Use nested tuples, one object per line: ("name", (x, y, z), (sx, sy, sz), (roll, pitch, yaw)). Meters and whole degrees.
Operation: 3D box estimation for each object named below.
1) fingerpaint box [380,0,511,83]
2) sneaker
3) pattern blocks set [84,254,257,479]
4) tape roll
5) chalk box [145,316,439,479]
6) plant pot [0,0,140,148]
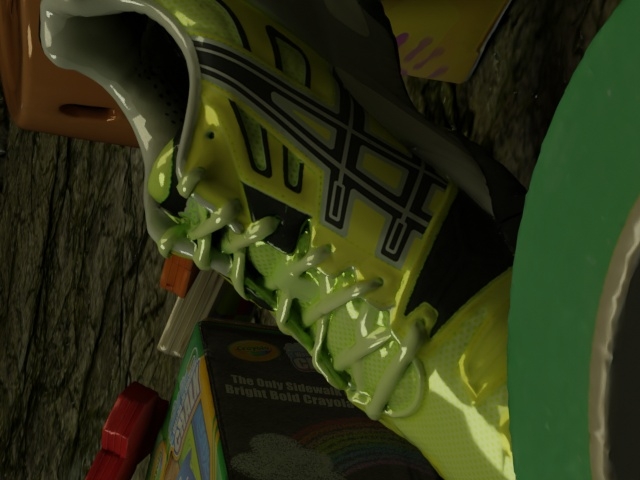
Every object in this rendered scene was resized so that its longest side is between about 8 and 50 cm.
("fingerpaint box", (0.071, -0.368, 1.049), (0.445, 0.163, 0.371), (121, 152, -52))
("sneaker", (0.000, 0.000, 0.939), (0.385, 0.147, 0.145), (53, 144, 24))
("pattern blocks set", (-0.043, -0.003, 1.247), (0.325, 0.026, 0.285), (-68, -10, 16))
("tape roll", (0.168, 0.068, 0.479), (0.321, 0.077, 0.321), (28, 124, 53))
("chalk box", (-0.021, 0.137, 1.149), (0.213, 0.132, 0.132), (-105, 29, -55))
("plant pot", (-0.126, -0.188, 1.420), (0.291, 0.203, 0.291), (175, 90, -75))
